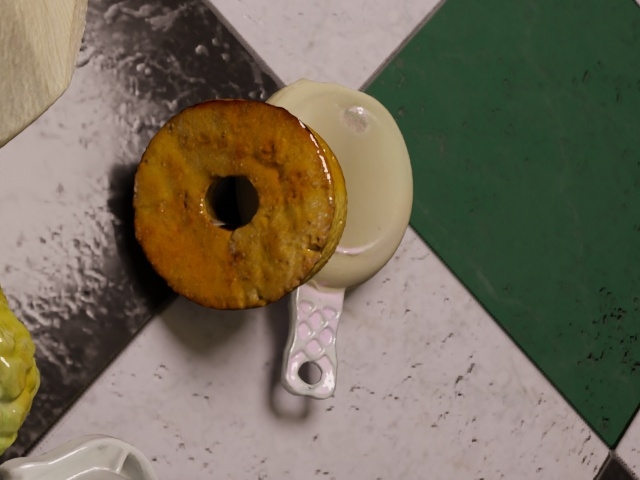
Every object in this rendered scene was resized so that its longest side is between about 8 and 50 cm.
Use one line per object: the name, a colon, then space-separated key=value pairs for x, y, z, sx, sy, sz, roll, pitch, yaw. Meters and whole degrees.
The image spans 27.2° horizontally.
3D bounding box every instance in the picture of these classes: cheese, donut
cheese: x=0.000 y=0.000 z=0.943 sx=0.137 sy=0.064 sz=0.227 roll=14 pitch=71 yaw=-25
donut: x=-0.049 y=-0.023 z=0.876 sx=0.058 sy=0.152 sz=0.152 roll=0 pitch=74 yaw=-66

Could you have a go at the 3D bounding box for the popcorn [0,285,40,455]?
popcorn: x=-0.230 y=0.076 z=0.746 sx=0.162 sy=0.135 sz=0.141 roll=-10 pitch=89 yaw=-34

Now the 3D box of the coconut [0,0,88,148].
coconut: x=-0.245 y=-0.144 z=0.718 sx=0.237 sy=0.266 sz=0.237 roll=15 pitch=62 yaw=-31

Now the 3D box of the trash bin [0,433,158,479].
trash bin: x=-0.115 y=0.259 z=0.611 sx=0.296 sy=0.367 sz=0.256 roll=-22 pitch=100 yaw=-33
